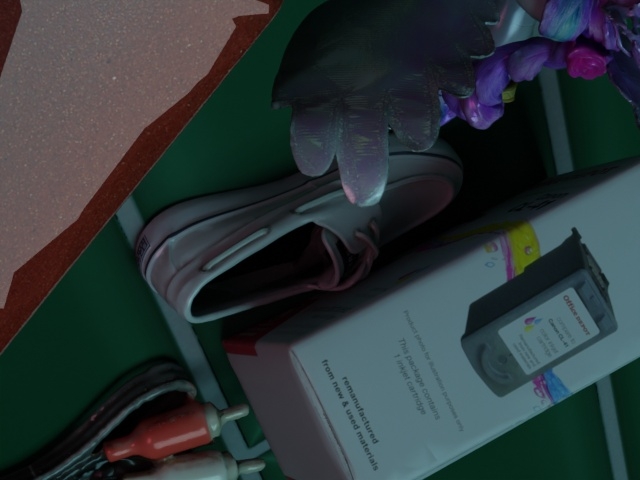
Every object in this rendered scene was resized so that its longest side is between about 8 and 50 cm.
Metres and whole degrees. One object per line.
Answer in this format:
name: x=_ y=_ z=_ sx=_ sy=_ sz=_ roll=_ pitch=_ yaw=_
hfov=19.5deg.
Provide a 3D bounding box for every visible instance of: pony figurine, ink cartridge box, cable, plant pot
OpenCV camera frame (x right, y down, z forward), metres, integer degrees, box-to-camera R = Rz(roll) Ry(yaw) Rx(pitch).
pony figurine: x=0.149 y=-0.163 z=1.117 sx=0.303 sy=0.351 sz=0.363 roll=19 pitch=120 yaw=-10
ink cartridge box: x=0.106 y=0.062 z=1.351 sx=0.306 sy=0.131 sz=0.226 roll=-28 pitch=-176 yaw=-15
cable: x=-0.181 y=0.182 z=1.377 sx=0.287 sy=0.072 sz=0.139 roll=-19 pitch=132 yaw=-21
plant pot: x=-0.219 y=-0.134 z=0.917 sx=0.236 sy=0.267 sz=0.267 roll=31 pitch=107 yaw=-36

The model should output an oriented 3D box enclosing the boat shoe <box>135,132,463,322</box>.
boat shoe: x=0.000 y=0.000 z=1.328 sx=0.258 sy=0.084 sz=0.095 roll=-21 pitch=137 yaw=-20
